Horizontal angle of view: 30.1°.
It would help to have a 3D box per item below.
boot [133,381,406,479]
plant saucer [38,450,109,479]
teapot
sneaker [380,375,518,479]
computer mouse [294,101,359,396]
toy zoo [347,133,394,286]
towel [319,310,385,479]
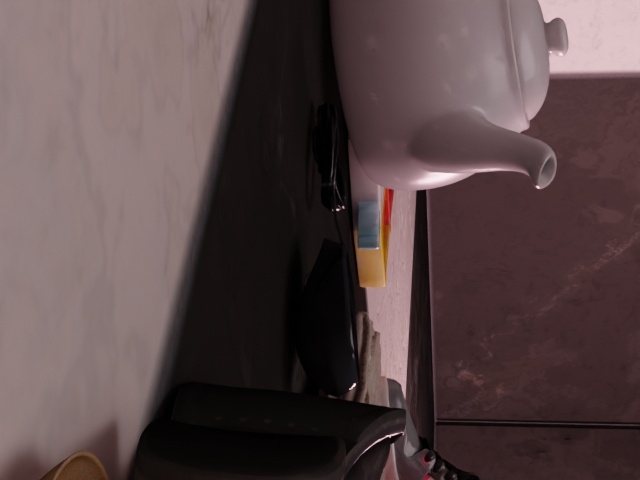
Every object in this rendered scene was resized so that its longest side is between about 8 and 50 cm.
[{"bbox_3d":[-0.031,0.177,0.447,0.263,0.091,0.228,2,94,-79],"label":"boot"},{"bbox_3d":[-0.073,0.098,0.319,0.083,0.015,0.083,0,90,-82],"label":"plant saucer"},{"bbox_3d":[0.121,-0.170,1.041,0.252,0.187,0.255,-27,109,-76],"label":"teapot"},{"bbox_3d":[0.158,0.275,1.316,0.124,0.179,0.295,-86,162,-76],"label":"sneaker"},{"bbox_3d":[0.000,0.000,0.835,0.071,0.041,0.242,78,7,-51],"label":"computer mouse"},{"bbox_3d":[0.057,-0.087,1.260,0.293,0.030,0.192,-81,168,-49],"label":"toy zoo"},{"bbox_3d":[0.021,0.212,0.934,0.187,0.049,0.282,-78,167,-53],"label":"towel"}]
